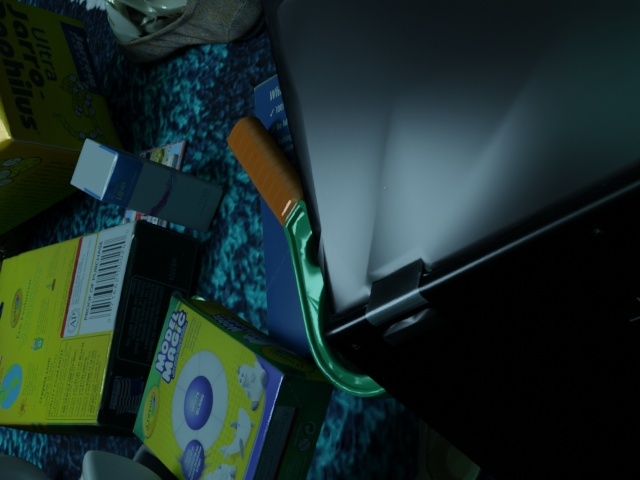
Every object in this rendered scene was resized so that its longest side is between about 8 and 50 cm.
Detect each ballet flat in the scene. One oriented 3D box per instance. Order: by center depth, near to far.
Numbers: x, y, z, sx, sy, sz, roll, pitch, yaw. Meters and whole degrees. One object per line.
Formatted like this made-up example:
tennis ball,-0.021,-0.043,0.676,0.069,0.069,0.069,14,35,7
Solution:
ballet flat,-0.177,-0.269,1.174,0.316,0.106,0.107,1,73,53

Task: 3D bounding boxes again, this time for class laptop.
laptop,0.194,-0.076,0.417,0.382,0.408,0.236,-30,28,39

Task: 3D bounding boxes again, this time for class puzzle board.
puzzle board,-0.190,-0.046,1.158,0.096,0.011,0.128,-7,67,51

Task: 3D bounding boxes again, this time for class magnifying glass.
magnifying glass,0.000,0.000,0.633,0.092,0.026,0.231,-57,47,24

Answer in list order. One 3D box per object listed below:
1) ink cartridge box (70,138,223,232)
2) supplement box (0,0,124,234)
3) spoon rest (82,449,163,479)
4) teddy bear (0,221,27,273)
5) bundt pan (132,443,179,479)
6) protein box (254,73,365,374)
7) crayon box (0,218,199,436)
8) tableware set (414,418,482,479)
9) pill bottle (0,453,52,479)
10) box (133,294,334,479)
ink cartridge box,-0.173,-0.054,1.046,0.088,0.122,0.052,24,96,55
supplement box,-0.445,-0.115,1.249,0.357,0.195,0.194,-26,77,24
spoon rest,-0.158,0.254,0.712,0.276,0.084,0.137,-62,33,32
teddy bear,-0.489,-0.030,1.454,0.338,0.113,0.245,-41,46,33
bundt pan,-0.075,0.309,0.730,0.331,0.124,0.330,-28,51,41
protein box,0.073,-0.030,0.678,0.200,0.136,0.201,-23,64,45
crayon box,-0.260,0.102,1.110,0.319,0.081,0.202,-10,66,49
tableware set,0.109,0.170,0.651,0.169,0.020,0.141,-17,60,47
pill bottle,-0.367,0.334,1.100,0.208,0.119,0.119,-51,39,22
box,-0.066,0.104,0.675,0.179,0.043,0.105,25,100,56
